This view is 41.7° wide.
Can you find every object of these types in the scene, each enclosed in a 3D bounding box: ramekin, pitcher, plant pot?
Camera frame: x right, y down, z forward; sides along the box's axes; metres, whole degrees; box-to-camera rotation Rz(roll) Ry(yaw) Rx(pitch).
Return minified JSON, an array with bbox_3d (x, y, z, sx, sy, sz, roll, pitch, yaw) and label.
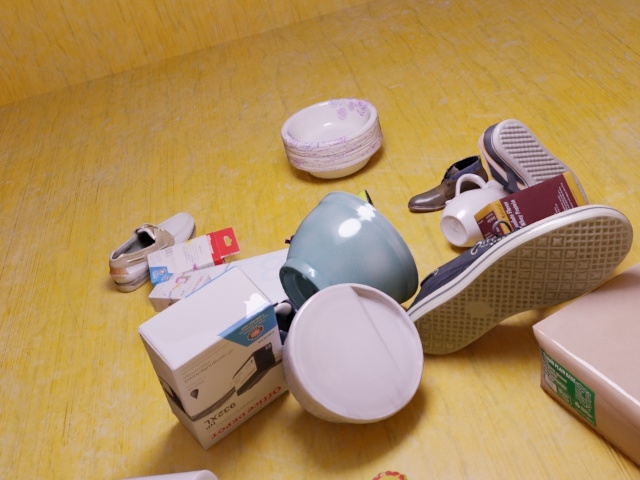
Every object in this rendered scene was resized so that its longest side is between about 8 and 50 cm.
[{"bbox_3d":[0.051,0.227,1.616,0.273,0.127,0.272,9,65,-19],"label":"ramekin"},{"bbox_3d":[0.364,-0.081,2.021,0.207,0.125,0.178,-32,50,-33],"label":"pitcher"},{"bbox_3d":[0.037,0.070,1.806,0.196,0.293,0.293,-40,41,-25],"label":"plant pot"}]

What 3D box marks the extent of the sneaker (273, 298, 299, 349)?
[{"bbox_3d":[-0.105,0.159,1.769,0.094,0.153,0.235,-37,53,-21],"label":"sneaker"}]

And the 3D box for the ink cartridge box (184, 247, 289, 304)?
[{"bbox_3d":[-0.180,0.183,1.902,0.308,0.091,0.385,-13,33,4],"label":"ink cartridge box"}]

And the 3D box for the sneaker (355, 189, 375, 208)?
[{"bbox_3d":[0.093,-0.006,2.069,0.121,0.111,0.300,-26,30,11],"label":"sneaker"}]

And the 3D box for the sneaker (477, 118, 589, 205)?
[{"bbox_3d":[0.493,-0.148,1.956,0.126,0.321,0.127,-43,13,-14],"label":"sneaker"}]

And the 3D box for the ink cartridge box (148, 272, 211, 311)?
[{"bbox_3d":[-0.317,0.121,1.931,0.123,0.052,0.088,2,40,22],"label":"ink cartridge box"}]

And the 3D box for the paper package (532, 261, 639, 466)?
[{"bbox_3d":[0.592,0.219,1.474,0.310,0.168,0.325,-27,36,-16],"label":"paper package"}]

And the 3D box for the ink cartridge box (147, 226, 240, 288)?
[{"bbox_3d":[-0.314,0.060,2.139,0.231,0.078,0.134,-19,35,-5],"label":"ink cartridge box"}]

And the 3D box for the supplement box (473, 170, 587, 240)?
[{"bbox_3d":[0.469,-0.017,1.805,0.194,0.191,0.129,-22,-8,-9],"label":"supplement box"}]

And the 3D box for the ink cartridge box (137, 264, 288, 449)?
[{"bbox_3d":[-0.194,0.232,1.624,0.223,0.307,0.129,-34,55,-22],"label":"ink cartridge box"}]

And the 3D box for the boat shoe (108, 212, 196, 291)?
[{"bbox_3d":[-0.443,0.007,2.243,0.113,0.103,0.302,9,41,31],"label":"boat shoe"}]

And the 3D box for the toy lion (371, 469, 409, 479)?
[{"bbox_3d":[0.124,0.444,1.464,0.096,0.034,0.100,-31,37,-34],"label":"toy lion"}]

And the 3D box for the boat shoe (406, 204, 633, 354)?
[{"bbox_3d":[0.366,0.057,1.634,0.500,0.187,0.156,-35,24,36],"label":"boat shoe"}]

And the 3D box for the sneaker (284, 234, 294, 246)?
[{"bbox_3d":[0.000,0.000,2.016,0.098,0.083,0.224,7,-15,-28],"label":"sneaker"}]

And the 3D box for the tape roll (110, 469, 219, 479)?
[{"bbox_3d":[-0.253,0.499,1.345,0.169,0.246,0.246,-8,35,10],"label":"tape roll"}]

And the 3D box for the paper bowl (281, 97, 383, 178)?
[{"bbox_3d":[0.038,-0.285,2.427,0.284,0.148,0.284,-11,34,8],"label":"paper bowl"}]

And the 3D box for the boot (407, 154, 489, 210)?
[{"bbox_3d":[0.323,-0.149,2.156,0.219,0.106,0.082,-16,34,-1],"label":"boot"}]
